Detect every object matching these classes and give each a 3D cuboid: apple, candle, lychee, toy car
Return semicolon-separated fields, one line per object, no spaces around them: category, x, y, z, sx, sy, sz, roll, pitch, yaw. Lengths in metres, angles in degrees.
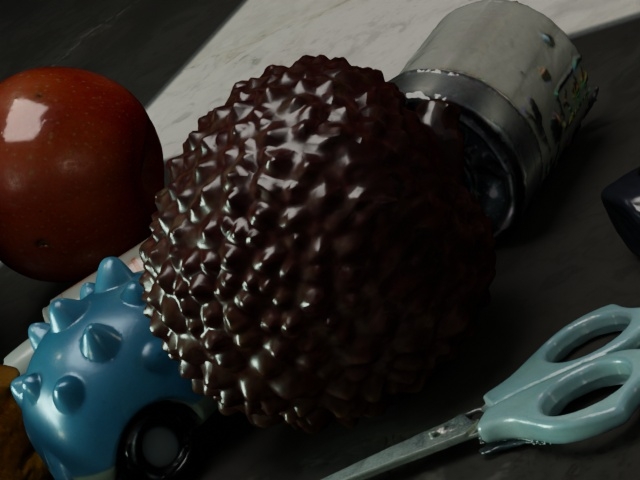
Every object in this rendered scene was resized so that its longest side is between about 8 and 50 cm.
apple;-0.305;-0.078;2.270;0.216;0.260;0.260;-4;25;5
candle;0.166;-0.136;1.854;0.187;0.187;0.330;-14;26;38
lychee;0.000;0.000;1.610;0.330;0.306;0.306;-39;21;-1
toy car;-0.172;0.112;1.750;0.255;0.190;0.188;-41;21;-26

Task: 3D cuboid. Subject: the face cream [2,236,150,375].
face cream;-0.244;0.094;2.011;0.252;0.101;0.101;-32;21;-2

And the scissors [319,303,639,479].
scissors;0.116;0.151;1.493;0.360;0.029;0.191;-27;17;17

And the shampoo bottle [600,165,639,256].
shampoo bottle;0.403;-0.109;1.607;0.359;0.078;0.134;-34;17;-5

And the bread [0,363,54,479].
bread;-0.360;0.228;1.791;0.195;0.142;0.269;-31;13;35
